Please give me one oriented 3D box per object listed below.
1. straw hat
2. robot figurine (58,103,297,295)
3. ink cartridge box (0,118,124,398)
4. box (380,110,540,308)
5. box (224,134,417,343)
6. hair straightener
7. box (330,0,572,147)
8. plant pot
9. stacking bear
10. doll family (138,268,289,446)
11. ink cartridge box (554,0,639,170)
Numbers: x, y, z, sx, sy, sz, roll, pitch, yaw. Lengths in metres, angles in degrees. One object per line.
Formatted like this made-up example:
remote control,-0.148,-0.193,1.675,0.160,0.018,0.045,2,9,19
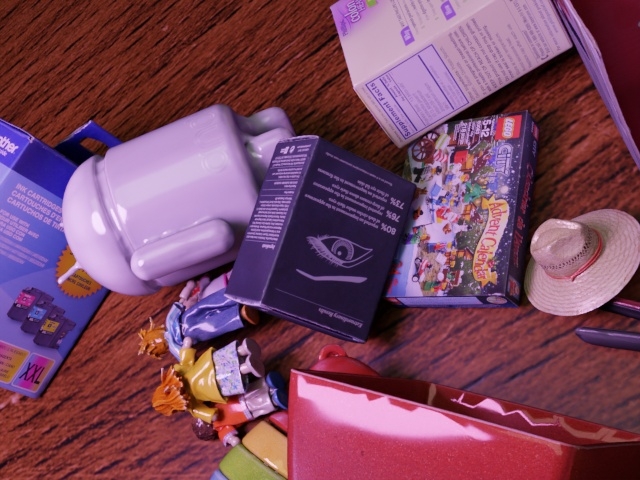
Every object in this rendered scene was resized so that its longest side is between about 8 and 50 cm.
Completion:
straw hat,0.258,0.008,0.895,0.144,0.061,0.144,-37,31,26
robot figurine,-0.187,-0.051,1.126,0.354,0.199,0.300,-23,28,2
ink cartridge box,-0.432,0.001,1.239,0.151,0.270,0.395,26,82,37
box,0.168,-0.035,1.011,0.159,0.044,0.233,-4,64,36
box,0.000,0.000,1.009,0.108,0.153,0.207,6,74,61
hair straightener,0.359,0.118,0.825,0.231,0.047,0.089,15,75,32
box,0.155,-0.272,1.072,0.243,0.117,0.213,-29,40,16
plant pot,0.126,0.265,0.772,0.267,0.267,0.235,9,86,36
stacking bear,-0.027,0.255,0.922,0.175,0.164,0.289,34,80,9
doll family,-0.153,0.135,1.089,0.163,0.118,0.262,-26,55,19
ink cartridge box,0.317,-0.227,0.850,0.130,0.309,0.271,-26,56,19
